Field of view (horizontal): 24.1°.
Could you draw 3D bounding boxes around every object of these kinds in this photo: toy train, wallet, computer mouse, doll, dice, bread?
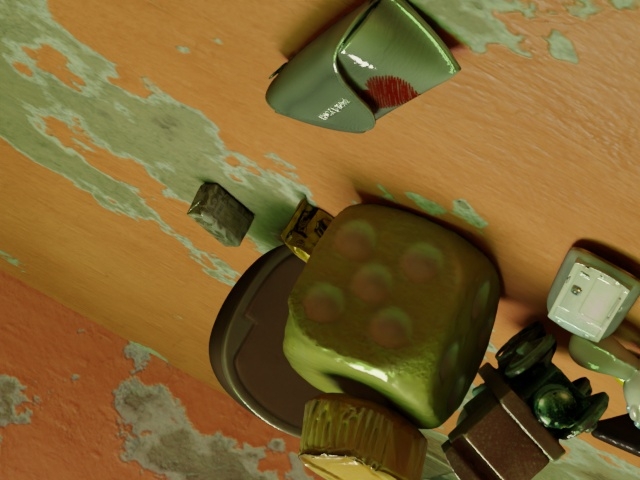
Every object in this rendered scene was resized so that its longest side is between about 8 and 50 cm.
[{"bbox_3d":[0.267,0.236,2.053,0.150,0.221,0.304,48,-177,-2],"label":"toy train"},{"bbox_3d":[0.516,0.289,2.116,0.229,0.049,0.182,16,-166,40],"label":"wallet"},{"bbox_3d":[0.337,0.064,1.850,0.102,0.045,0.199,28,157,10],"label":"computer mouse"},{"bbox_3d":[0.465,0.213,1.969,0.237,0.111,0.252,35,-177,40],"label":"doll"},{"bbox_3d":[0.099,0.105,2.030,0.227,0.233,0.238,21,162,20],"label":"dice"},{"bbox_3d":[0.059,0.271,1.997,0.132,0.114,0.190,-2,157,39],"label":"bread"}]

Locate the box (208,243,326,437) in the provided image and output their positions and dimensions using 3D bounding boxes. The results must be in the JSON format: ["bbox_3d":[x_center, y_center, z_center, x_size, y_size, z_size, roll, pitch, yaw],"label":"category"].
[{"bbox_3d":[-0.031,0.152,2.288,0.301,0.301,0.216,33,167,-14],"label":"box"}]

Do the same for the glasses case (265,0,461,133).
[{"bbox_3d":[0.034,-0.167,1.598,0.128,0.083,0.308,33,163,-12],"label":"glasses case"}]

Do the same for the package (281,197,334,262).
[{"bbox_3d":[0.000,0.000,2.160,0.131,0.071,0.047,34,166,-22],"label":"package"}]

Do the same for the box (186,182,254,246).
[{"bbox_3d":[-0.153,-0.039,2.303,0.045,0.062,0.098,3,148,46],"label":"box"}]
